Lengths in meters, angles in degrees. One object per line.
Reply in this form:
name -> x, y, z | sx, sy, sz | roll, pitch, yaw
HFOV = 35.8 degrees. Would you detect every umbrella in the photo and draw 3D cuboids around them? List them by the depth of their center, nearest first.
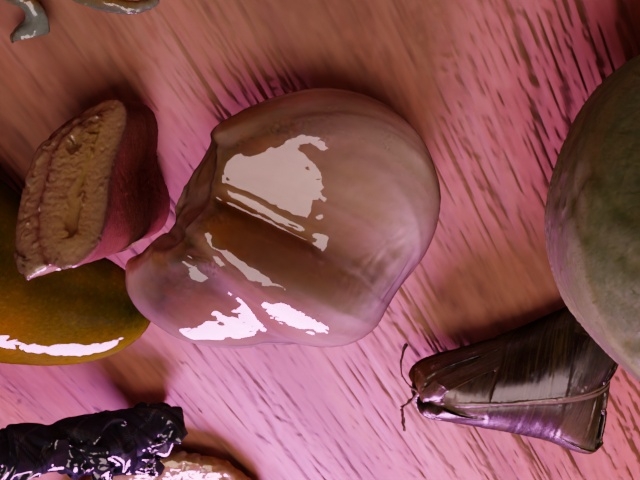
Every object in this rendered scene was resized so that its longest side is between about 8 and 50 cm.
umbrella -> -0.222, 0.180, 0.846 | 0.224, 0.071, 0.080 | 4, 128, -37

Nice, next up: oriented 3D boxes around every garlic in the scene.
garlic -> 0.000, 0.000, 0.726 | 0.228, 0.110, 0.217 | 17, 112, -40

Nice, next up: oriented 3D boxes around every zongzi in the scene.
zongzi -> 0.175, 0.088, 0.866 | 0.187, 0.084, 0.184 | 10, 112, -8

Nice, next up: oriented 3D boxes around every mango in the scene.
mango -> -0.270, 0.018, 0.723 | 0.146, 0.129, 0.289 | -45, 124, 14

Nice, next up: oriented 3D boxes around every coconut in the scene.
coconut -> 0.302, -0.022, 0.659 | 0.281, 0.328, 0.328 | 33, 123, 6

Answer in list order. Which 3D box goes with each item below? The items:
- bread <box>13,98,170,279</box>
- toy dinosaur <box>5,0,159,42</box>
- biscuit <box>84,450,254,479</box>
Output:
bread -> -0.156, -0.041, 0.699 | 0.067, 0.192, 0.119 | 5, 95, 7
toy dinosaur -> -0.222, -0.190, 0.624 | 0.212, 0.057, 0.142 | -15, 110, -9
biscuit -> -0.158, 0.288, 1.009 | 0.220, 0.033, 0.219 | -3, 129, -4
